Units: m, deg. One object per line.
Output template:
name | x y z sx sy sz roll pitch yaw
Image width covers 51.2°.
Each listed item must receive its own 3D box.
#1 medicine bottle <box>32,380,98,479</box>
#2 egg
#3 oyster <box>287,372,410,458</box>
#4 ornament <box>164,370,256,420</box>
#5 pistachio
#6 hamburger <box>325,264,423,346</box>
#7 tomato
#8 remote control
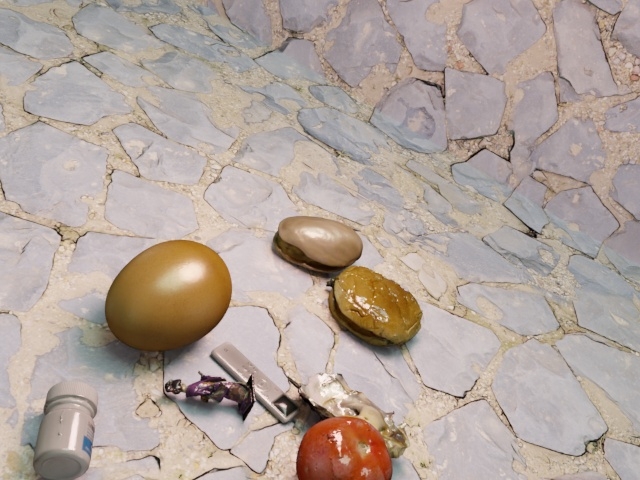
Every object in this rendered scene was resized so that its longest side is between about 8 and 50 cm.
medicine bottle | -0.493 0.370 1.301 0.105 0.105 0.168 13 36 -21
egg | -0.357 0.132 1.583 0.250 0.250 0.322 38 41 16
oyster | 0.059 0.417 1.622 0.275 0.100 0.271 10 31 -27
ornament | -0.252 0.336 1.530 0.203 0.088 0.081 16 34 -13
pistachio | 0.000 0.000 2.075 0.288 0.166 0.197 18 50 -15
hamburger | 0.144 0.199 1.945 0.309 0.132 0.211 35 32 9
tomato | 0.046 0.486 1.438 0.208 0.184 0.208 23 39 -20
remote control | -0.158 0.342 1.634 0.261 0.029 0.067 39 36 18
